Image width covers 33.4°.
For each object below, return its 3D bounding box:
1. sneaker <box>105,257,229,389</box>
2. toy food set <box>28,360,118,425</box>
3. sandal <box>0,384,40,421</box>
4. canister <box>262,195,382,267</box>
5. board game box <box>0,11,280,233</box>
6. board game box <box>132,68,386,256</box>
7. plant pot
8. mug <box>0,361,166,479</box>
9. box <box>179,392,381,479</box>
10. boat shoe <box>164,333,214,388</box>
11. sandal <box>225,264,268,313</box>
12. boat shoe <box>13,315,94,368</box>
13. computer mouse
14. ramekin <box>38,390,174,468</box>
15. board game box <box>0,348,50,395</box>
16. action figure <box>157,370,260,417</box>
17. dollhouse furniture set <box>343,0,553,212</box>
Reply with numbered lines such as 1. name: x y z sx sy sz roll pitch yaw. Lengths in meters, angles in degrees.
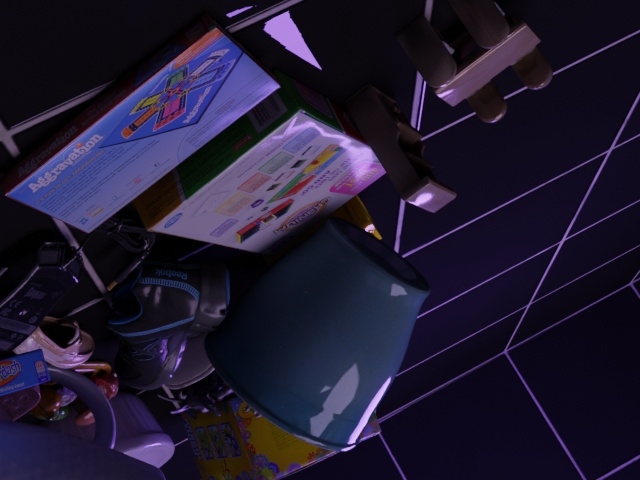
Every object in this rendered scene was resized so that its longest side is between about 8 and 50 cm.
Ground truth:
1. sneaker: -0.253 0.113 1.563 0.139 0.125 0.341 13 144 -23
2. toy food set: -0.391 0.256 1.729 0.128 0.071 0.218 -37 160 20
3. sandal: -0.518 0.303 1.615 0.240 0.079 0.088 -38 131 14
4. canister: 0.000 0.000 1.658 0.170 0.073 0.126 -30 160 5
5. board game box: -0.188 -0.116 1.133 0.281 0.027 0.145 -36 153 11
6. board game box: -0.060 -0.085 1.373 0.242 0.064 0.316 -36 160 17
7. plant pot: 0.015 0.116 1.537 0.255 0.271 0.271 -55 155 11
8. mug: -0.412 0.351 1.507 0.328 0.374 0.276 27 146 -24
9. box: -0.088 0.367 2.163 0.290 0.177 0.279 -18 176 -31
10. boat shoe: -0.177 0.181 1.832 0.233 0.084 0.079 -39 158 16
11. sandal: -0.078 0.088 1.742 0.265 0.102 0.076 -3 150 -36
12. boat shoe: -0.363 0.138 1.493 0.059 0.063 0.170 -30 161 17
13. computer mouse: -0.329 0.045 1.328 0.262 0.060 0.184 -47 153 12
14. ramekin: -0.409 0.379 1.924 0.273 0.127 0.273 -27 161 -10
15. board game box: -0.476 0.193 1.359 0.210 0.047 0.160 -17 178 33
16. action figure: -0.149 0.246 1.923 0.275 0.164 0.141 -33 129 -15
17. dollhouse furniture set: 0.179 -0.174 1.349 0.242 0.161 0.212 -36 159 17
